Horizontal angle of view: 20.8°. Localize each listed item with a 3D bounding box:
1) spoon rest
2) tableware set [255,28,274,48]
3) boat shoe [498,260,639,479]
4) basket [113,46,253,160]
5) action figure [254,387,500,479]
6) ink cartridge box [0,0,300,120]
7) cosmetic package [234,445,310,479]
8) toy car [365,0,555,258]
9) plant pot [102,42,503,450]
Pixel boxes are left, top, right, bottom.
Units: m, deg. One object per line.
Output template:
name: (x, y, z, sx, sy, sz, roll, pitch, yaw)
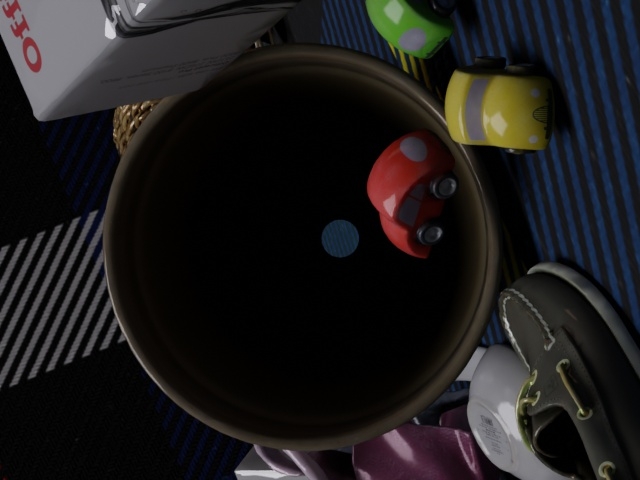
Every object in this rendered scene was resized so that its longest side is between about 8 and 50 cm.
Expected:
spoon rest: (0.153, 0.143, 1.590, 0.276, 0.084, 0.137, 19, 132, 61)
tableware set: (-0.053, -0.210, 2.053, 0.128, 0.039, 0.194, -103, 1, -65)
boat shoe: (0.189, 0.124, 1.209, 0.305, 0.091, 0.109, -122, 13, -48)
basket: (-0.149, -0.091, 2.335, 0.299, 0.213, 0.223, 91, 156, -69)
action figure: (0.108, 0.339, 1.729, 0.248, 0.275, 0.370, 155, 106, -75)
ink cartridge box: (-0.105, -0.295, 1.197, 0.395, 0.166, 0.285, -35, 75, 51)
cosmetic package: (0.038, 0.405, 2.356, 0.197, 0.155, 0.365, -51, -51, -49)
toy car: (0.073, -0.125, 1.269, 0.239, 0.053, 0.225, -45, 54, 57)
plant pot: (0.000, 0.000, 1.504, 0.280, 0.323, 0.323, -19, -93, -83)
